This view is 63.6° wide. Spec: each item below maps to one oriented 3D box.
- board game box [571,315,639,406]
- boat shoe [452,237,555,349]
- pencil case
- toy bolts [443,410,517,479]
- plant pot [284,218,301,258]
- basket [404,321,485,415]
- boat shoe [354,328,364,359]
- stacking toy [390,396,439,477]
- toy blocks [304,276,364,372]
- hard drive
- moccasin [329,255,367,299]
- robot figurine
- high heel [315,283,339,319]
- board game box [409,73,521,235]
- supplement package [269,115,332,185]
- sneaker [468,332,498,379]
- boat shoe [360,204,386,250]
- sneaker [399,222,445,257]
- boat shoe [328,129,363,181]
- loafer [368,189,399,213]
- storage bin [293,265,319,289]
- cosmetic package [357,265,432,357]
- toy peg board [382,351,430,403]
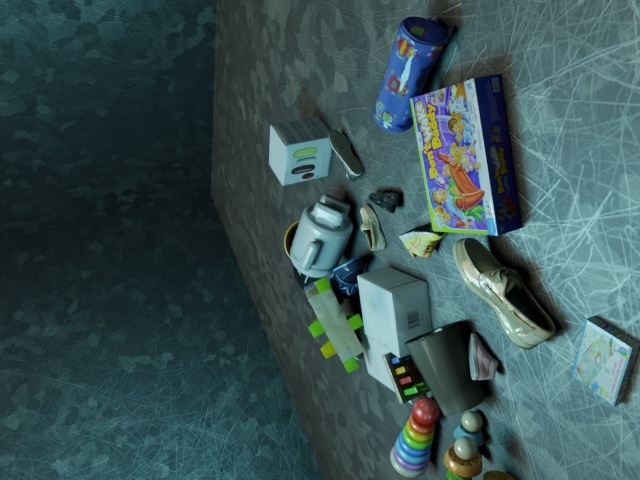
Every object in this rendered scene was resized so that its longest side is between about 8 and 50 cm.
[{"bbox_3d":[0.572,0.243,1.043,0.103,0.026,0.154,44,143,53],"label":"board game box"},{"bbox_3d":[0.428,0.105,1.206,0.302,0.109,0.098,59,149,21],"label":"boat shoe"},{"bbox_3d":[0.226,-0.422,1.320,0.119,0.133,0.306,36,147,13],"label":"pencil case"},{"bbox_3d":[0.450,0.593,1.447,0.228,0.218,0.158,-63,-20,-73],"label":"toy bolts"},{"bbox_3d":[-0.058,0.001,2.227,0.188,0.205,0.205,-145,42,-82],"label":"plant pot"},{"bbox_3d":[0.363,0.370,1.484,0.226,0.154,0.204,67,158,10],"label":"basket"},{"bbox_3d":[0.147,0.427,2.166,0.049,0.056,0.152,126,126,-69],"label":"boat shoe"},{"bbox_3d":[0.337,0.664,1.785,0.141,0.141,0.330,50,141,47],"label":"stacking toy"},{"bbox_3d":[0.044,0.302,2.069,0.381,0.191,0.261,63,177,-12],"label":"toy blocks"},{"bbox_3d":[0.246,0.435,1.914,0.353,0.047,0.232,-172,69,-72],"label":"hard drive"},{"bbox_3d":[0.121,0.147,1.984,0.116,0.138,0.342,62,171,12],"label":"moccasin"},{"bbox_3d":[0.000,0.000,1.990,0.200,0.300,0.353,27,126,10],"label":"robot figurine"},{"bbox_3d":[0.038,0.323,2.334,0.117,0.082,0.244,-115,35,-49],"label":"high heel"},{"bbox_3d":[0.341,-0.192,1.234,0.233,0.078,0.347,7,111,64],"label":"board game box"},{"bbox_3d":[-0.077,-0.347,1.999,0.194,0.203,0.149,98,149,-46],"label":"supplement package"},{"bbox_3d":[0.441,0.316,1.397,0.051,0.070,0.134,89,-175,-52],"label":"sneaker"},{"bbox_3d":[0.170,-0.043,1.791,0.170,0.059,0.063,68,158,16],"label":"boat shoe"},{"bbox_3d":[0.306,0.003,1.483,0.094,0.082,0.208,67,165,0],"label":"sneaker"},{"bbox_3d":[0.079,-0.298,1.826,0.206,0.075,0.065,61,152,19],"label":"boat shoe"},{"bbox_3d":[0.208,-0.135,1.663,0.061,0.062,0.170,-60,25,6],"label":"loafer"},{"bbox_3d":[-0.065,0.133,2.452,0.122,0.084,0.180,57,151,38],"label":"storage bin"},{"bbox_3d":[0.241,0.227,1.697,0.225,0.138,0.224,-155,53,-64],"label":"cosmetic package"},{"bbox_3d":[0.305,0.416,1.658,0.079,0.161,0.160,-37,68,48],"label":"toy peg board"}]
